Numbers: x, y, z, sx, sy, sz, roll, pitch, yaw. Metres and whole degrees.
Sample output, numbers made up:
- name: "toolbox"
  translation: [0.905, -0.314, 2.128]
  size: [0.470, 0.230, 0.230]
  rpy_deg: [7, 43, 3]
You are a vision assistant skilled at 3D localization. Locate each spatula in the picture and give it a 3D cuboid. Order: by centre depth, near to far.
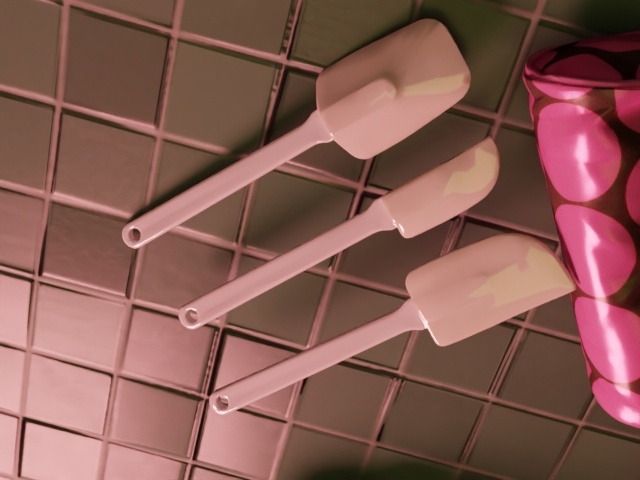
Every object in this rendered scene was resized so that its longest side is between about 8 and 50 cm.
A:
- name: "spatula"
  translation: [0.000, 0.000, 0.519]
  size: [0.242, 0.019, 0.168]
  rpy_deg: [-27, 94, 26]

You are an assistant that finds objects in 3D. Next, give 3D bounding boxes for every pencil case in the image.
- name: "pencil case"
  translation: [0.175, -0.008, 0.476]
  size: [0.098, 0.095, 0.209]
  rpy_deg: [-14, 114, 13]
